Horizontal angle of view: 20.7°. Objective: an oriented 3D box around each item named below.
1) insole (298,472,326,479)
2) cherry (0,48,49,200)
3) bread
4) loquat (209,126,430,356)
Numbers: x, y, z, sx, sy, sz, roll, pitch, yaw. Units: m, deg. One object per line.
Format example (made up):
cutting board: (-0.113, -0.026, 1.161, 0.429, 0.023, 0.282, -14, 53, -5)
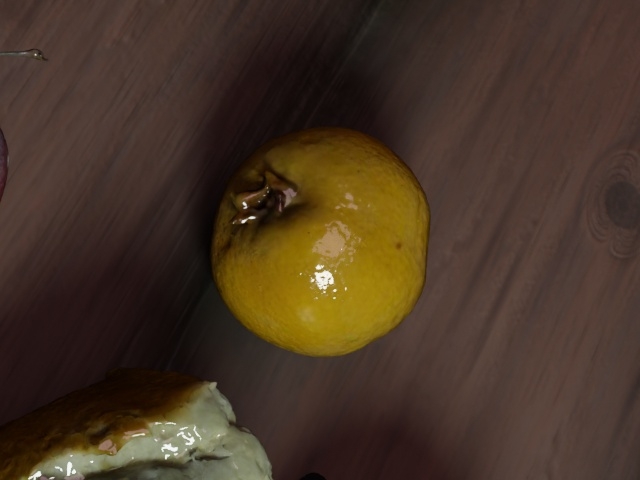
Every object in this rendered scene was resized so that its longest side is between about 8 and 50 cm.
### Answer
insole: (-0.045, 0.251, 1.576, 0.135, 0.002, 0.045, -32, 85, -28)
cherry: (-0.306, -0.066, 1.536, 0.188, 0.115, 0.148, -15, 57, -31)
bread: (-0.173, 0.234, 1.390, 0.250, 0.279, 0.225, -25, 95, -27)
loquat: (0.000, 0.000, 1.578, 0.208, 0.208, 0.208, 7, 68, -19)
